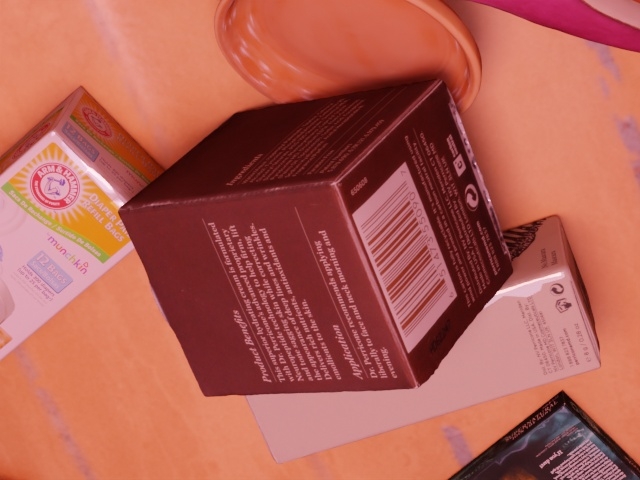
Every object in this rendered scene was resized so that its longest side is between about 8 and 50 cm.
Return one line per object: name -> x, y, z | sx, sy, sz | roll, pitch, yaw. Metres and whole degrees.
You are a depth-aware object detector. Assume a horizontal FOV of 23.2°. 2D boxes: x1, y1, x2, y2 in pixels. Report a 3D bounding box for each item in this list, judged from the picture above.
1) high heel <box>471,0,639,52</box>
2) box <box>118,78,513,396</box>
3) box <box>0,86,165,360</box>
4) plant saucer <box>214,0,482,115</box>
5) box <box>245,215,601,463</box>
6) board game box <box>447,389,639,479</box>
high heel -> 0.095, -0.210, 1.142 | 0.377, 0.127, 0.181 | 29, 145, -14
box -> 0.000, 0.000, 1.145 | 0.203, 0.167, 0.168 | -5, 117, 37
box -> -0.229, -0.007, 1.231 | 0.203, 0.103, 0.114 | -38, 107, 18
plant saucer -> 0.022, -0.146, 1.138 | 0.200, 0.037, 0.200 | 12, 154, 6
box -> 0.077, 0.079, 1.244 | 0.275, 0.113, 0.094 | -18, 111, 11
board game box -> 0.181, 0.229, 1.348 | 0.186, 0.026, 0.126 | -41, 106, 19
